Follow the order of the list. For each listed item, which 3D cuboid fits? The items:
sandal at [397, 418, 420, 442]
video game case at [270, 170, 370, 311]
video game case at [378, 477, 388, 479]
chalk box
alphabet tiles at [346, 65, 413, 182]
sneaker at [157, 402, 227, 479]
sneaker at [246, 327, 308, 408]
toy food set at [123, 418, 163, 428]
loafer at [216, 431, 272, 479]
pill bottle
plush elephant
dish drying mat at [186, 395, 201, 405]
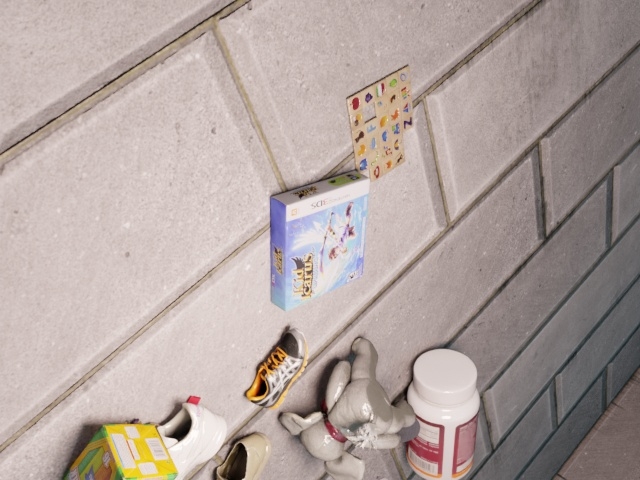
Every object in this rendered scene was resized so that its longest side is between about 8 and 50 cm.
[{"bbox_3d":[0.178,0.539,1.935,0.255,0.054,0.097,8,111,-19],"label":"sandal"},{"bbox_3d":[0.000,0.000,1.492,0.244,0.061,0.269,-21,126,-35],"label":"video game case"},{"bbox_3d":[0.121,0.900,2.151,0.227,0.026,0.206,-9,118,-41],"label":"video game case"},{"bbox_3d":[-0.404,0.478,1.282,0.132,0.132,0.213,19,114,-50],"label":"chalk box"},{"bbox_3d":[0.147,-0.261,1.532,0.198,0.009,0.237,-34,133,-28],"label":"alphabet tiles"},{"bbox_3d":[-0.338,0.473,1.387,0.305,0.114,0.152,-53,136,-16],"label":"sneaker"},{"bbox_3d":[-0.101,0.303,1.548,0.083,0.084,0.214,17,100,-44],"label":"sneaker"},{"bbox_3d":[-0.385,0.406,1.367,0.078,0.019,0.122,-56,145,-5],"label":"toy food set"},{"bbox_3d":[-0.213,0.588,1.588,0.092,0.102,0.268,29,81,-48],"label":"loafer"},{"bbox_3d":[0.380,0.547,2.061,0.224,0.224,0.392,-27,130,-33],"label":"pill bottle"},{"bbox_3d":[0.059,0.467,1.696,0.271,0.255,0.330,56,25,-6],"label":"plush elephant"},{"bbox_3d":[-0.295,0.381,1.450,0.032,0.008,0.083,30,89,-49],"label":"dish drying mat"}]
